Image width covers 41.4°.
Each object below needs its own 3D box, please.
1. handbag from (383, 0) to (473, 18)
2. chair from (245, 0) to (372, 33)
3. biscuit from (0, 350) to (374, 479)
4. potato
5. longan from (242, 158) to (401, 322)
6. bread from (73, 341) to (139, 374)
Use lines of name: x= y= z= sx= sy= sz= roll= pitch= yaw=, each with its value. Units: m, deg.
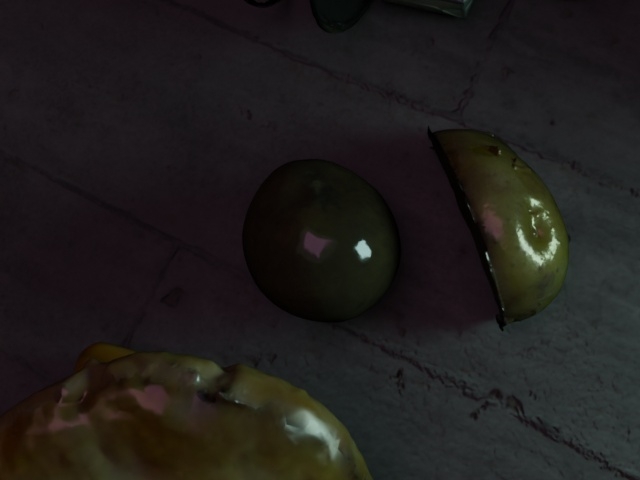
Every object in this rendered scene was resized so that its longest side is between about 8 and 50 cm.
handbag: x=0.143 y=-0.358 z=1.002 sx=0.117 sy=0.095 sz=0.173 roll=17 pitch=90 yaw=13
chair: x=-0.126 y=-0.412 z=1.015 sx=0.401 sy=0.226 sz=0.226 roll=23 pitch=85 yaw=19
biscuit: x=-0.145 y=0.312 z=0.804 sx=0.429 sy=0.104 sz=0.446 roll=-18 pitch=107 yaw=3
potato: x=0.192 y=-0.039 z=0.889 sx=0.098 sy=0.138 sz=0.243 roll=-21 pitch=76 yaw=5
longan: x=0.000 y=0.000 z=0.920 sx=0.167 sy=0.167 sz=0.187 roll=-22 pitch=72 yaw=9
bread: x=-0.167 y=0.185 z=0.965 sx=0.239 sy=0.074 sz=0.092 roll=16 pitch=107 yaw=17
